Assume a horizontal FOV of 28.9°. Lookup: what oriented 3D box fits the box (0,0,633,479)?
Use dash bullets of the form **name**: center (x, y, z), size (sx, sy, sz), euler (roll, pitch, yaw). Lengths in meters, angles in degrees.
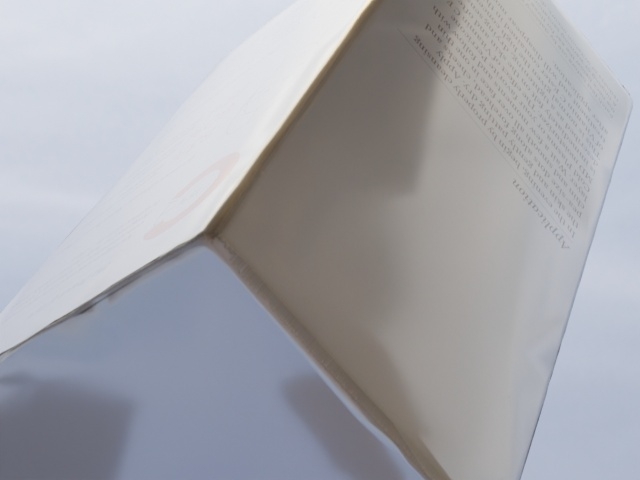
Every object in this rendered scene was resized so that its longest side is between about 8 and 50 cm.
- **box**: center (0.000, 0.000, 0.622), size (0.215, 0.168, 0.345), euler (-30, -161, 38)
